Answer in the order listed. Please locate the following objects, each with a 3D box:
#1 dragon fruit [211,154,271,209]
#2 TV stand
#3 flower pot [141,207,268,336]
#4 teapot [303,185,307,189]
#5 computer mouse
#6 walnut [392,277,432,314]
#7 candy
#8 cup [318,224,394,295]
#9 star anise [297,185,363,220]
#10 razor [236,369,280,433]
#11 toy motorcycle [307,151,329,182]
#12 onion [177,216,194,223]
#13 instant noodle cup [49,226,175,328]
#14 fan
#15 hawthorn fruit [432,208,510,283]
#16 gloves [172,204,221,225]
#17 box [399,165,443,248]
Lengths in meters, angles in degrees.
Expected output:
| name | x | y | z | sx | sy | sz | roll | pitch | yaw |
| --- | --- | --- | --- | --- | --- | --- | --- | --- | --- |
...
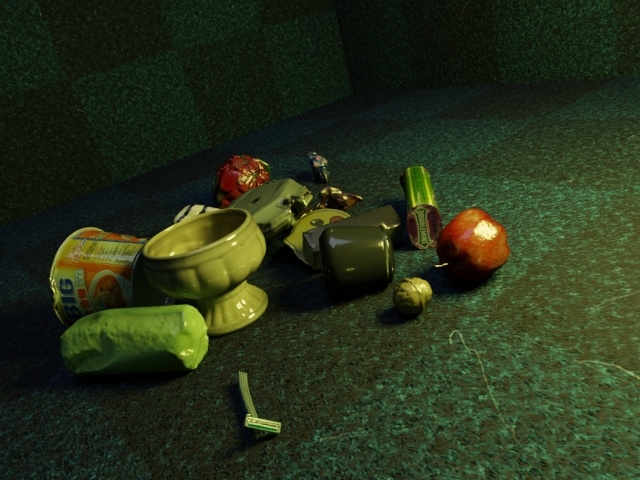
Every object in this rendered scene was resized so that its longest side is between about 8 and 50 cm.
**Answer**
| name | x | y | z | sx | sy | sz | roll | pitch | yaw |
| --- | --- | --- | --- | --- | --- | --- | --- | --- | --- |
| dragon fruit | -0.330 | -0.216 | 2.096 | 0.293 | 0.234 | 0.234 | -52 | 31 | -6 |
| TV stand | 0.089 | -0.010 | 1.416 | 0.270 | 0.082 | 0.088 | -19 | 52 | -15 |
| flower pot | -0.270 | 0.083 | 1.279 | 0.308 | 0.243 | 0.307 | -14 | 21 | 5 |
| teapot | -0.142 | -0.153 | 1.962 | 0.201 | 0.077 | 0.107 | -12 | 4 | 8 |
| computer mouse | -0.167 | -0.077 | 1.656 | 0.228 | 0.145 | 0.429 | -45 | 24 | -23 |
| walnut | 0.196 | 0.120 | 1.112 | 0.092 | 0.092 | 0.092 | -13 | 23 | 6 |
| candy | -0.423 | 0.228 | 1.173 | 0.344 | 0.142 | 0.131 | -8 | 32 | 18 |
| cup | 0.088 | 0.044 | 1.277 | 0.177 | 0.169 | 0.223 | -10 | -6 | 1 |
| star anise | 0.010 | -0.117 | 1.673 | 0.272 | 0.102 | 0.272 | -21 | 2 | 1 |
| razor | -0.132 | 0.300 | 0.958 | 0.068 | 0.037 | 0.191 | 22 | 5 | -25 |
| toy motorcycle | -0.008 | -0.312 | 2.184 | 0.076 | 0.114 | 0.205 | -19 | 24 | -7 |
| onion | -0.402 | -0.002 | 1.681 | 0.177 | 0.153 | 0.177 | -29 | 8 | 4 |
| instant noodle cup | -0.520 | 0.105 | 1.366 | 0.214 | 0.296 | 0.296 | 0 | 26 | 14 |
| fan | 0.062 | -0.011 | 1.478 | 0.336 | 0.011 | 0.229 | -3 | 48 | -6 |
| hawthorn fruit | 0.327 | 0.022 | 1.165 | 0.194 | 0.156 | 0.157 | -30 | 27 | -25 |
| gloves | -0.410 | -0.052 | 1.854 | 0.219 | 0.131 | 0.140 | 24 | 27 | 16 |
| box | 0.290 | -0.107 | 1.510 | 0.097 | 0.134 | 0.345 | -11 | 24 | 12 |
